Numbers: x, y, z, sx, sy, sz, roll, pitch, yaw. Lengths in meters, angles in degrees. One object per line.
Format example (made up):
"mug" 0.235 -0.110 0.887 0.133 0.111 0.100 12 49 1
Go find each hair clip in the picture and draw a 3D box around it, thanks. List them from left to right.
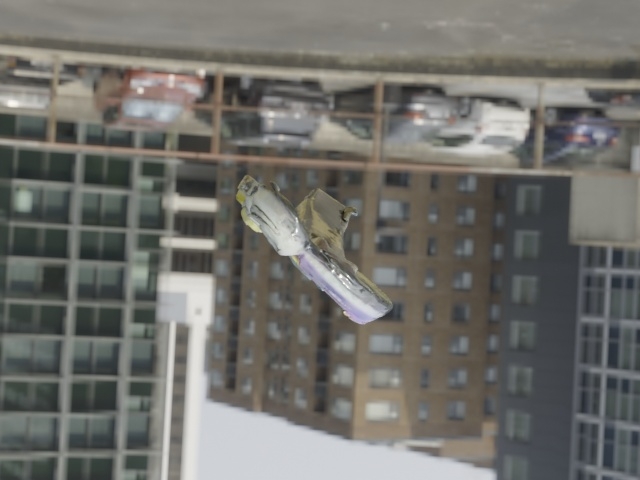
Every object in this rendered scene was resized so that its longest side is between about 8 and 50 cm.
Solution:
"hair clip" 0.000 0.001 0.747 0.116 0.049 0.172 37 -174 -10
